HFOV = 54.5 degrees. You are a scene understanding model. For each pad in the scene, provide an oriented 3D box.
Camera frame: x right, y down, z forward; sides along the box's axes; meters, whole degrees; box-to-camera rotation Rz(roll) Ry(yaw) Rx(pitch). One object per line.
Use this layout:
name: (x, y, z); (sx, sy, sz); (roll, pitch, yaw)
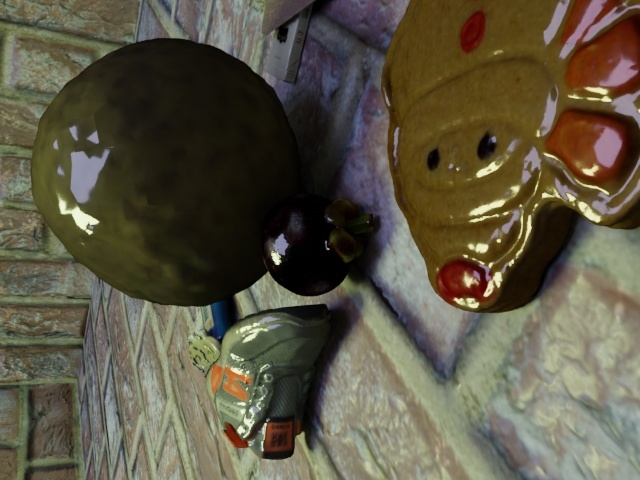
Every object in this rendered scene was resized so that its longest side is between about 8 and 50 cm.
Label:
pad: (-0.021, -0.437, 0.972); (0.266, 0.002, 0.176); (-5, 74, 58)

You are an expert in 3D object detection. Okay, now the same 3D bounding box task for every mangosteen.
mangosteen: (0.000, 0.000, 0.787); (0.151, 0.137, 0.137); (-20, 63, 23)

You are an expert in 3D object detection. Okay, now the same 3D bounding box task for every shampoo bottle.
shampoo bottle: (-0.208, 0.139, 1.227); (0.087, 0.050, 0.183); (118, 145, -41)

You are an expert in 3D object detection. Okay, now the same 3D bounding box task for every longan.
longan: (-0.216, -0.093, 0.918); (0.391, 0.391, 0.391); (-18, 70, 61)

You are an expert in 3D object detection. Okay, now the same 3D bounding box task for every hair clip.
hair clip: (-0.177, 0.220, 1.117); (0.187, 0.056, 0.146); (-30, 94, 46)

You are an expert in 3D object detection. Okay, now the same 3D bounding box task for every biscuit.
biscuit: (0.160, -0.125, 0.550); (0.359, 0.074, 0.381); (3, 85, 65)

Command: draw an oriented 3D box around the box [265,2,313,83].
box: (-0.050, -0.352, 1.030); (0.090, 0.024, 0.166); (45, 124, 55)

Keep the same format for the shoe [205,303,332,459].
shoe: (-0.072, 0.218, 0.877); (0.336, 0.132, 0.171); (-53, 46, 49)
